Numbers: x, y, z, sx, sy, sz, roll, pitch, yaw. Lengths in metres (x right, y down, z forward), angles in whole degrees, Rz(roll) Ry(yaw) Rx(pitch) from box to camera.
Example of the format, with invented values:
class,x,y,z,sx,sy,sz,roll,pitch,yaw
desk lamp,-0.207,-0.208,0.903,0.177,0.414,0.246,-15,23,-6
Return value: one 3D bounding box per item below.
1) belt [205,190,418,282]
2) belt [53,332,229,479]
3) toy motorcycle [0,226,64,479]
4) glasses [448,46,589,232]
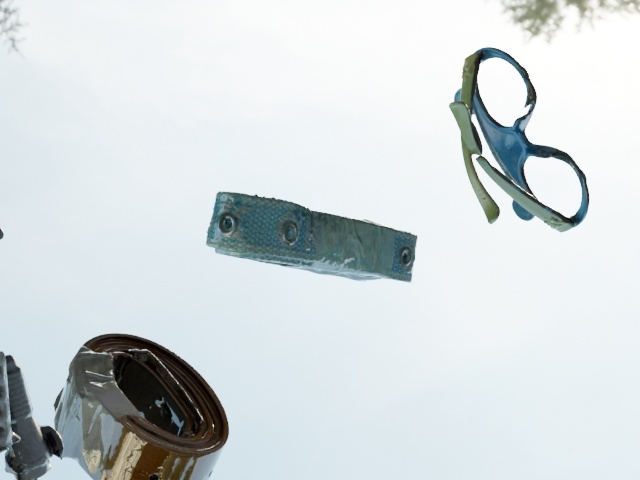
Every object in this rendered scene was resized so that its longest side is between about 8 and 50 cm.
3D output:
class,x,y,z,sx,sy,sz,roll,pitch,yaw
belt,0.000,0.000,1.022,0.302,0.087,0.072,12,-97,-49
belt,-0.222,0.217,1.151,0.184,0.105,0.261,7,-156,-41
toy motorcycle,-0.274,0.081,0.648,0.134,0.207,0.401,-22,-82,-59
glasses,0.219,-0.102,1.062,0.239,0.102,0.207,60,-160,-4
